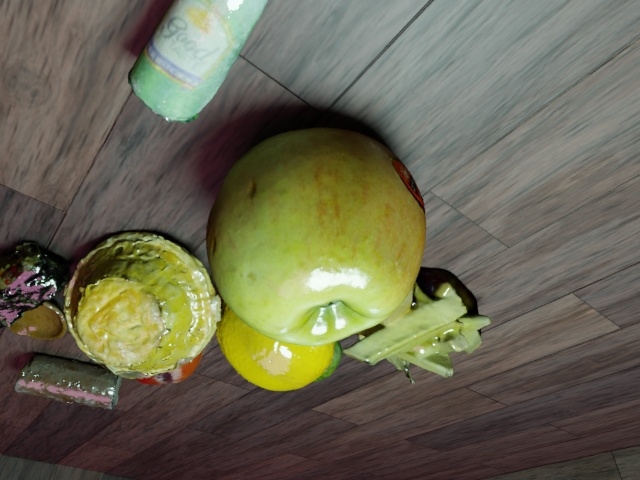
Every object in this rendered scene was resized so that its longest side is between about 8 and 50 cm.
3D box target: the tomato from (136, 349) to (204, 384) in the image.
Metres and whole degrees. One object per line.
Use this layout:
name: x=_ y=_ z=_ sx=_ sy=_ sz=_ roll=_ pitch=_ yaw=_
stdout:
tomato: x=-0.386 y=0.254 z=1.098 sx=0.208 sy=0.184 sz=0.208 roll=1 pitch=141 yaw=1

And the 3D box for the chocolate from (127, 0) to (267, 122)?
chocolate: x=-0.129 y=-0.276 z=0.547 sx=0.110 sy=0.110 sz=0.291 roll=29 pitch=130 yaw=-28

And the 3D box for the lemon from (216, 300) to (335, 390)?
lemon: x=-0.098 y=0.211 z=1.003 sx=0.263 sy=0.236 sz=0.236 roll=41 pitch=138 yaw=13

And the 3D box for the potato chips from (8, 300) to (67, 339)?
potato chips: x=-0.719 y=0.193 z=1.145 sx=0.150 sy=0.049 sz=0.202 roll=23 pitch=137 yaw=-18

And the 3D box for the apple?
apple: x=0.000 y=0.000 z=0.700 sx=0.338 sy=0.305 sz=0.338 roll=1 pitch=137 yaw=1

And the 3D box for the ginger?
ginger: x=0.202 y=0.243 z=1.051 sx=0.358 sy=0.211 sz=0.413 roll=-30 pitch=130 yaw=34

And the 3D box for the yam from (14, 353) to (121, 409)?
yam: x=-0.748 y=0.427 z=1.363 sx=0.279 sy=0.131 sz=0.131 roll=19 pitch=136 yaw=-18

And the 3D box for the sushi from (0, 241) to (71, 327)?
sushi: x=-0.655 y=0.087 z=0.967 sx=0.212 sy=0.147 sz=0.115 roll=-29 pitch=127 yaw=8

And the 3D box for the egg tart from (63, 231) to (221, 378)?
egg tart: x=-0.379 y=0.148 z=0.915 sx=0.341 sy=0.132 sz=0.341 roll=1 pitch=103 yaw=4

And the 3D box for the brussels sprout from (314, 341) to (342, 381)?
brussels sprout: x=-0.028 y=0.297 z=1.175 sx=0.183 sy=0.131 sz=0.145 roll=-32 pitch=123 yaw=29
